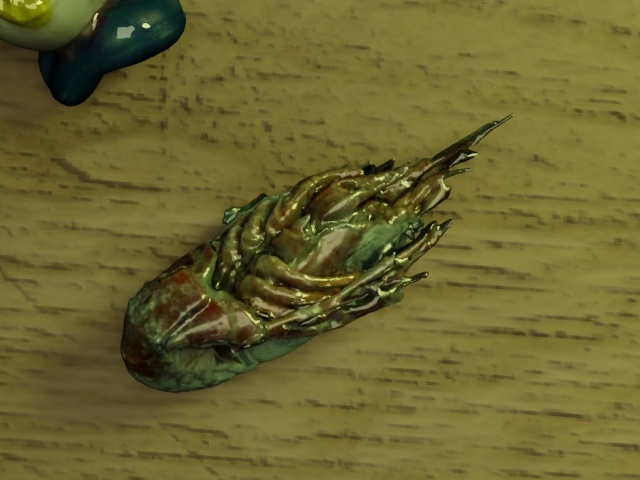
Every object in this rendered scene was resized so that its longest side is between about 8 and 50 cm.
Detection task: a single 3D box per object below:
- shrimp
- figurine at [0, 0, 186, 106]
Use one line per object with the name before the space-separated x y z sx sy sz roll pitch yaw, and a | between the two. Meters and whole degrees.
shrimp | 0.000 0.000 0.808 0.233 0.079 0.090 -35 51 -3
figurine | -0.236 -0.136 0.790 0.338 0.204 0.283 4 82 -12
